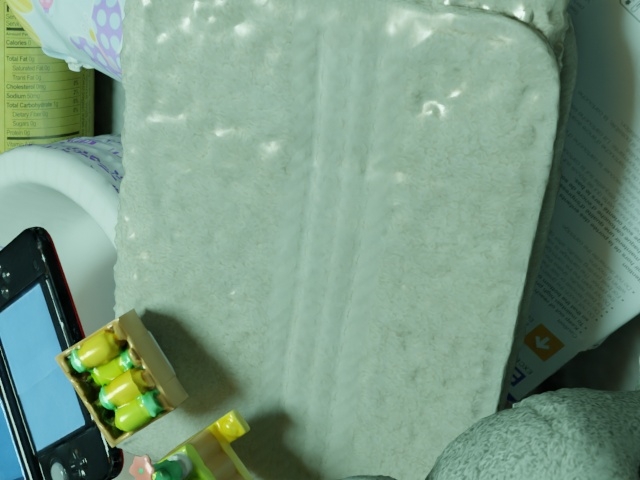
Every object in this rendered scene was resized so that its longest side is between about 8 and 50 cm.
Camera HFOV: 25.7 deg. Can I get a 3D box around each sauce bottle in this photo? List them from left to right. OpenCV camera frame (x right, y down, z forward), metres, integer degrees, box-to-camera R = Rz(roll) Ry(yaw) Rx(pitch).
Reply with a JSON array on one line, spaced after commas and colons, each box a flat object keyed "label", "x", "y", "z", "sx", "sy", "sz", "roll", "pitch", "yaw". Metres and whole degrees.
[{"label": "sauce bottle", "x": -0.206, "y": -0.160, "z": 0.940, "sx": 0.111, "sy": 0.111, "sz": 0.344, "roll": 20, "pitch": 112, "yaw": 46}]

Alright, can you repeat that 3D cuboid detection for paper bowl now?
[{"label": "paper bowl", "x": -0.102, "y": 0.076, "z": 0.839, "sx": 0.284, "sy": 0.148, "sz": 0.284, "roll": 14, "pitch": 109, "yaw": 48}]

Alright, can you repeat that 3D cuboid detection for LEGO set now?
[{"label": "LEGO set", "x": -0.061, "y": 0.180, "z": 0.602, "sx": 0.132, "sy": 0.107, "sz": 0.287, "roll": 7, "pitch": 114, "yaw": 31}]

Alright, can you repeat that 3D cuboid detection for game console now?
[{"label": "game console", "x": -0.187, "y": 0.081, "z": 0.760, "sx": 0.124, "sy": 0.085, "sz": 0.144, "roll": -32, "pitch": 75, "yaw": 48}]

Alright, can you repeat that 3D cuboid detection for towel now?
[{"label": "towel", "x": 0.000, "y": 0.000, "z": 0.603, "sx": 0.187, "sy": 0.049, "sz": 0.282, "roll": 15, "pitch": 122, "yaw": 11}]

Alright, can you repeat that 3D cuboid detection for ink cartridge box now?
[{"label": "ink cartridge box", "x": 0.079, "y": -0.064, "z": 0.600, "sx": 0.223, "sy": 0.045, "sz": 0.224, "roll": 44, "pitch": 133, "yaw": -1}]

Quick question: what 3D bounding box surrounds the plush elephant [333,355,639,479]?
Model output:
[{"label": "plush elephant", "x": 0.131, "y": 0.157, "z": 0.485, "sx": 0.255, "sy": 0.272, "sz": 0.330, "roll": 58, "pitch": 168, "yaw": -14}]

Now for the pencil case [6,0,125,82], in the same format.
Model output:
[{"label": "pencil case", "x": -0.070, "y": -0.120, "z": 0.778, "sx": 0.273, "sy": 0.113, "sz": 0.124, "roll": 34, "pitch": 98, "yaw": 39}]
